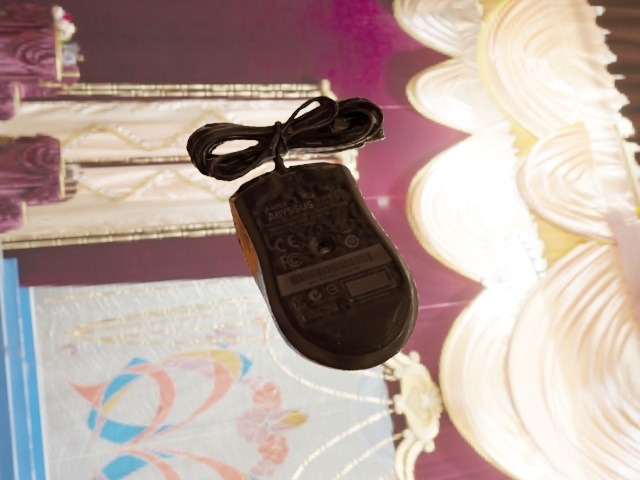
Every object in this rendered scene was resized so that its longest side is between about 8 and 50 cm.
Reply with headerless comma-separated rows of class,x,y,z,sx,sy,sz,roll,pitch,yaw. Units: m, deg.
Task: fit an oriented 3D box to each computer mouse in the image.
computer mouse,0.000,0.000,0.671,0.072,0.189,0.272,95,-21,-56
